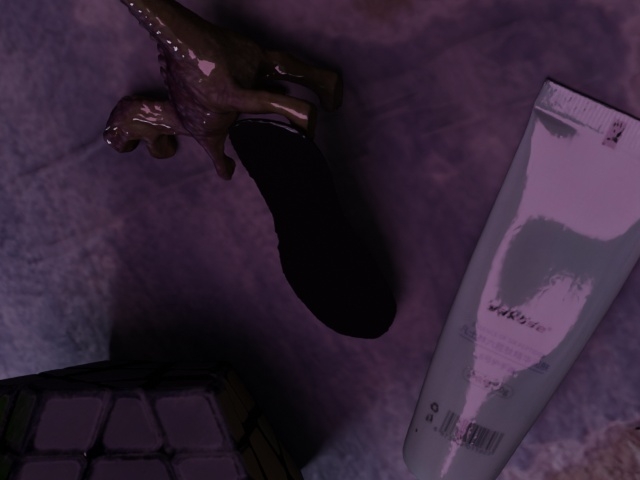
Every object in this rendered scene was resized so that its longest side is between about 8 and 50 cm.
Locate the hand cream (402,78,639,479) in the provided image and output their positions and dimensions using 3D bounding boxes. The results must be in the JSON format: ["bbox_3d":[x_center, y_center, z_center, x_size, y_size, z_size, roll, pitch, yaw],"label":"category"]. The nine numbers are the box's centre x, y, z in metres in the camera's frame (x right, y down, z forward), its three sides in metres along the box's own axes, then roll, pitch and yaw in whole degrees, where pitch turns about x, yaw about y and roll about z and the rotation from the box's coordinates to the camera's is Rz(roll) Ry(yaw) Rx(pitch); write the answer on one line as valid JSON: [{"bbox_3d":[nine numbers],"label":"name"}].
[{"bbox_3d":[0.139,0.051,0.898,0.109,0.067,0.321,26,122,7],"label":"hand cream"}]

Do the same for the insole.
[{"bbox_3d":[0.000,0.000,0.885,0.086,0.005,0.253,10,148,23],"label":"insole"}]

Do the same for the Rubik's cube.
[{"bbox_3d":[-0.150,0.232,0.993,0.319,0.264,0.319,11,123,17],"label":"Rubik's cube"}]

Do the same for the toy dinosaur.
[{"bbox_3d":[-0.090,-0.115,0.836,0.199,0.072,0.251,13,162,14],"label":"toy dinosaur"}]
